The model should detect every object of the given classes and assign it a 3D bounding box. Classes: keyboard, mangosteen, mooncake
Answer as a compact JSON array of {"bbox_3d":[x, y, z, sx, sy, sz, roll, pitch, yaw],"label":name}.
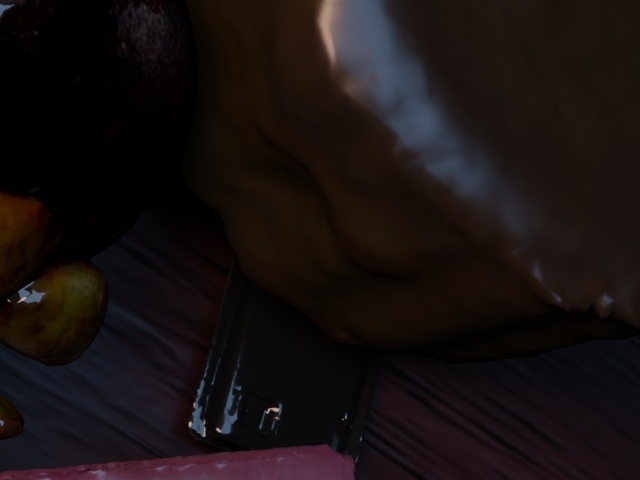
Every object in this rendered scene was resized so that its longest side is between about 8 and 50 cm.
[{"bbox_3d":[0.000,0.000,0.939,0.093,0.025,0.230,24,68,-23],"label":"keyboard"},{"bbox_3d":[-0.153,-0.033,0.762,0.211,0.211,0.250,1,83,-28],"label":"mangosteen"},{"bbox_3d":[0.076,-0.100,0.884,0.324,0.187,0.324,8,75,-33],"label":"mooncake"}]

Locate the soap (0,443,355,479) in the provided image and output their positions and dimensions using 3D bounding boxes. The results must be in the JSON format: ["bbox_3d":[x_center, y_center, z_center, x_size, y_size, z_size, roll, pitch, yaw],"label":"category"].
[{"bbox_3d":[-0.148,0.210,0.754,0.359,0.128,0.233,-2,77,-29],"label":"soap"}]
